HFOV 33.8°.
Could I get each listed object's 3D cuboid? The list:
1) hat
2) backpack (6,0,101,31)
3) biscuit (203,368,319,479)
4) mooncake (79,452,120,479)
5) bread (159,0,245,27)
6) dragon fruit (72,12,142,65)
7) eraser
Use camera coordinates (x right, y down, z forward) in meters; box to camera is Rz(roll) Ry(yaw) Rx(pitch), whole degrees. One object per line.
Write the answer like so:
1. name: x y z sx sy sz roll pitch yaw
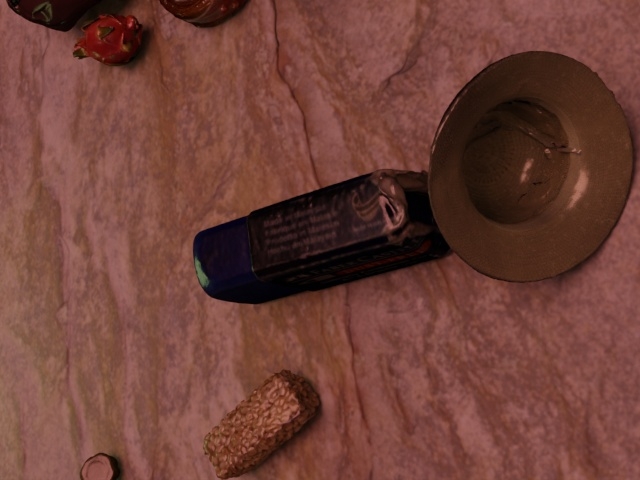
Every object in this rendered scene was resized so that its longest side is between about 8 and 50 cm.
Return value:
1. hat: 0.214 -0.091 1.203 0.257 0.257 0.130 -67 23 5
2. backpack: -0.404 -0.496 1.680 0.317 0.197 0.283 -47 60 18
3. biscuit: -0.078 0.246 1.393 0.168 0.070 0.082 -44 64 17
4. mooncake: -0.452 0.387 1.629 0.346 0.057 0.150 -1 68 37
5. bread: -0.174 -0.402 1.581 0.160 0.073 0.161 -8 76 33
6. dragon fruit: -0.337 -0.315 1.663 0.116 0.086 0.081 -7 62 6
7. eraser: 0.000 0.000 1.334 0.332 0.155 0.102 -18 73 31
